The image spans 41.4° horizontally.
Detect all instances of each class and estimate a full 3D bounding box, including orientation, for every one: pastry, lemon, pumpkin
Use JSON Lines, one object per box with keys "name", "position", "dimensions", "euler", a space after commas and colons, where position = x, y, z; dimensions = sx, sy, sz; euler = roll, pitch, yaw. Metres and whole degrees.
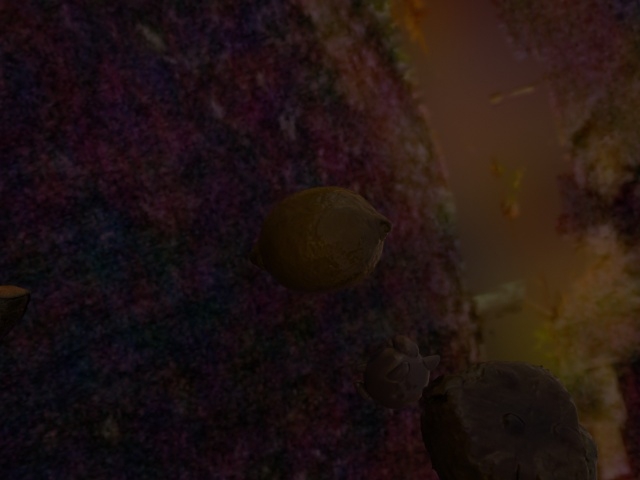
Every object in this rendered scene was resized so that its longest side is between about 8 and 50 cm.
{"name": "pastry", "position": [0.223, 0.235, 1.006], "dimensions": [0.218, 0.229, 0.100], "euler": [-57, 166, -46]}
{"name": "lemon", "position": [0.000, 0.000, 1.459], "dimensions": [0.188, 0.256, 0.188], "euler": [-11, 90, -79]}
{"name": "pumpkin", "position": [-0.301, 0.067, 0.710], "dimensions": [0.035, 0.073, 0.101], "euler": [45, 29, 27]}

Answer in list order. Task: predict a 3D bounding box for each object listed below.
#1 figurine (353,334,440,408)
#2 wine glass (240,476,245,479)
{"name": "figurine", "position": [0.136, 0.241, 1.526], "dimensions": [0.125, 0.138, 0.125], "euler": [27, 41, -27]}
{"name": "wine glass", "position": [-0.167, 0.538, 1.465], "dimensions": [0.262, 0.074, 0.074], "euler": [-67, 149, -19]}
